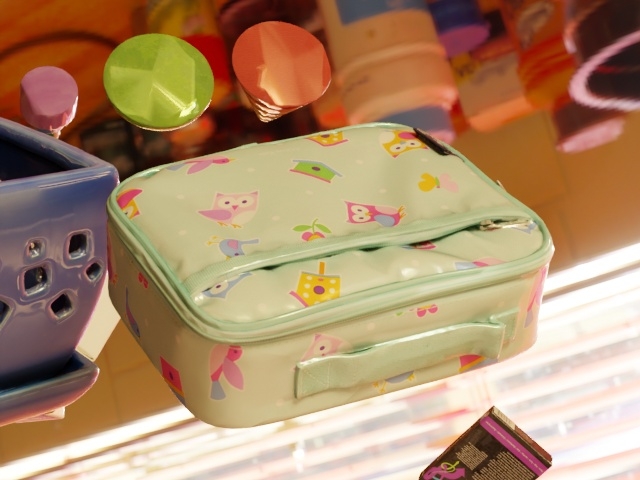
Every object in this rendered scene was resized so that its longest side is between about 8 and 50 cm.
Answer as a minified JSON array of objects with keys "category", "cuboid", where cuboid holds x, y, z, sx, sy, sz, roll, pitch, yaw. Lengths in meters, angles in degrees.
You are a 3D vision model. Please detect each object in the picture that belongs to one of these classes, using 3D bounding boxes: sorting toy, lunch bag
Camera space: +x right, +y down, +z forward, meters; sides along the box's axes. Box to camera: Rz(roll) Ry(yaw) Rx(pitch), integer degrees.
[{"category":"sorting toy","cuboid":[-0.174,-0.165,1.456,0.366,0.127,0.126,-10,157,-17]},{"category":"lunch bag","cuboid":[0.010,0.015,0.825,0.279,0.224,0.107,-14,123,-24]}]

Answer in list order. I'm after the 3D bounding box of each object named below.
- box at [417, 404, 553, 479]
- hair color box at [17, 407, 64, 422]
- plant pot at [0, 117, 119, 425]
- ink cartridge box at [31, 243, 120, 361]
[{"category":"box","cuboid":[0.234,0.326,1.738,0.162,0.116,0.029,-47,-177,22]},{"category":"hair color box","cuboid":[-0.555,0.183,1.995,0.110,0.185,0.339,-8,161,21]},{"category":"plant pot","cuboid":[-0.311,0.031,0.960,0.236,0.212,0.236,-13,-155,-39]},{"category":"ink cartridge box","cuboid":[-0.333,0.060,1.493,0.114,0.197,0.273,41,145,-21]}]
